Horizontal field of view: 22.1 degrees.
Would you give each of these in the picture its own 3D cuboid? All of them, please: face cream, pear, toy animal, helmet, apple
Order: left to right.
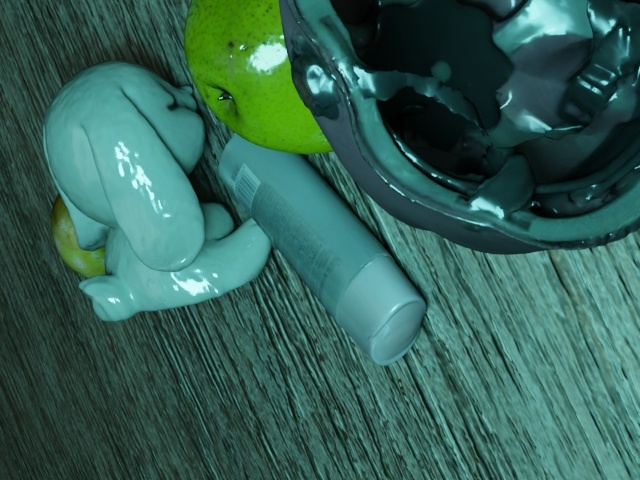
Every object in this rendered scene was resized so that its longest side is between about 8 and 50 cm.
[{"bbox_3d":[-0.257,-0.023,1.984,0.146,0.146,0.146,42,144,40],"label":"apple"},{"bbox_3d":[-0.201,-0.064,1.782,0.272,0.206,0.265,15,128,60],"label":"toy animal"},{"bbox_3d":[-0.017,-0.168,1.378,0.198,0.198,0.198,42,144,40],"label":"pear"},{"bbox_3d":[0.000,0.000,1.608,0.269,0.073,0.107,50,154,29],"label":"face cream"},{"bbox_3d":[0.097,-0.140,1.115,0.338,0.271,0.197,49,164,-5],"label":"helmet"}]
